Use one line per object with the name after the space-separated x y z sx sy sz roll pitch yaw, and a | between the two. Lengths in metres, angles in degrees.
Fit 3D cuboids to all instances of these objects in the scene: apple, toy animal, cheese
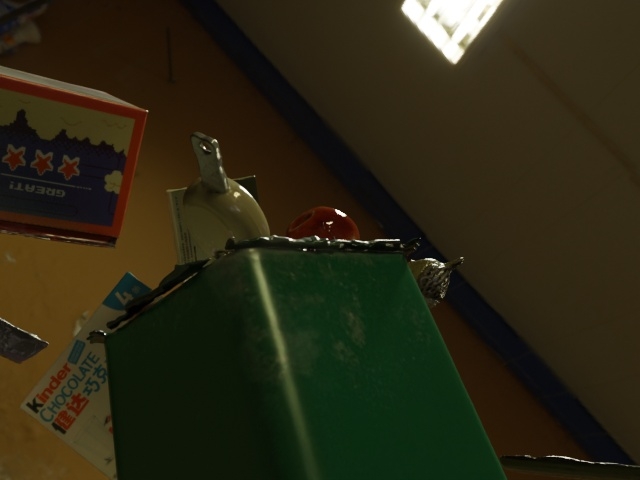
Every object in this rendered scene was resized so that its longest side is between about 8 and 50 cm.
0.000 0.000 1.507 0.139 0.163 0.163 41 -26 -14 | apple
0.212 0.082 1.325 0.137 0.098 0.098 -13 -58 13 | toy animal
-0.172 -0.067 1.098 0.163 0.071 0.248 12 -42 42 | cheese

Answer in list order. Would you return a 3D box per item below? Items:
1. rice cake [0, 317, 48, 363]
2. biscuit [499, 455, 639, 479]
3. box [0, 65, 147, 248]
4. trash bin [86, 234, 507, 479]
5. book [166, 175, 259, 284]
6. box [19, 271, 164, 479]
-0.741 0.142 1.378 0.399 0.070 0.064 34 -22 -25 | rice cake
0.474 0.411 1.254 0.099 0.038 0.322 18 -21 -41 | biscuit
-0.537 -0.173 1.283 0.349 0.319 0.256 29 -75 55 | box
0.013 0.198 0.446 0.295 0.259 0.381 -32 -112 39 | trash bin
-0.220 -0.031 1.525 0.026 0.289 0.201 0 -78 32 | book
-0.289 0.229 1.111 0.265 0.273 0.048 32 -14 12 | box
